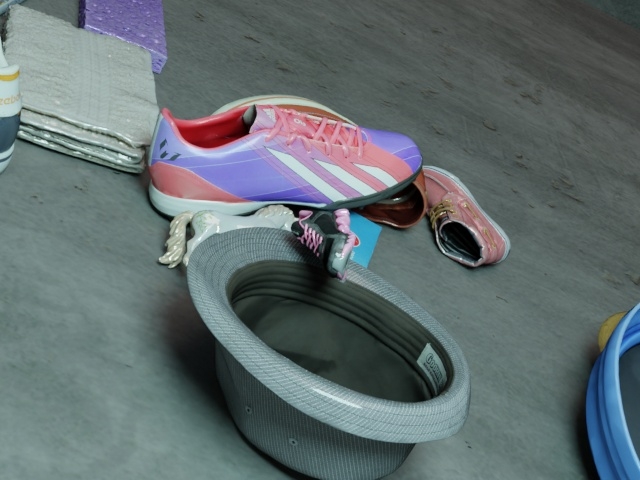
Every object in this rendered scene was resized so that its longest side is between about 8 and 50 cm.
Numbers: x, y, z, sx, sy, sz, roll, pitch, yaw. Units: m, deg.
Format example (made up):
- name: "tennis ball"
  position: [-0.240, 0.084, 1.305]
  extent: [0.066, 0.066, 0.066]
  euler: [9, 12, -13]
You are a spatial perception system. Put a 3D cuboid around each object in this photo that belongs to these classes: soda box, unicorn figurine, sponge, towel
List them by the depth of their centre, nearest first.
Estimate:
- name: "unicorn figurine"
  position: [-0.079, 0.000, 1.079]
  extent: [0.162, 0.060, 0.111]
  euler: [18, 48, -18]
- name: "soda box"
  position: [0.006, 0.037, 1.118]
  extent: [0.071, 0.067, 0.210]
  euler: [29, 29, -2]
- name: "towel"
  position: [-0.287, -0.186, 1.222]
  extent: [0.187, 0.049, 0.282]
  euler: [17, 31, -24]
- name: "sponge"
  position: [-0.276, -0.311, 1.447]
  extent: [0.117, 0.031, 0.210]
  euler: [17, 30, -23]

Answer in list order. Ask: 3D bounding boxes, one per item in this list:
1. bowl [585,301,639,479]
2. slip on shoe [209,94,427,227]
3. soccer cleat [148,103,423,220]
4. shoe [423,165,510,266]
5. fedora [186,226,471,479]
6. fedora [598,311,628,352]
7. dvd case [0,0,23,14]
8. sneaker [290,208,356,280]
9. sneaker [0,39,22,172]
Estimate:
- name: "bowl"
  position: [0.454, 0.234, 1.114]
  extent: [0.391, 0.077, 0.391]
  euler: [16, 48, -19]
- name: "slip on shoe"
  position: [0.004, -0.091, 1.277]
  extent: [0.331, 0.123, 0.101]
  euler: [16, 35, -34]
- name: "soccer cleat"
  position: [-0.030, -0.098, 1.147]
  extent: [0.318, 0.116, 0.108]
  euler: [-7, 35, -17]
- name: "shoe"
  position: [0.173, -0.035, 1.390]
  extent: [0.178, 0.063, 0.081]
  euler: [47, 27, 20]
- name: "fedora"
  position: [-0.005, 0.114, 0.922]
  extent: [0.275, 0.124, 0.244]
  euler: [31, 26, 16]
- name: "fedora"
  position: [0.408, 0.170, 1.268]
  extent: [0.194, 0.079, 0.194]
  euler: [17, 36, -13]
- name: "dvd case"
  position: [-0.470, -0.352, 1.342]
  extent: [0.180, 0.022, 0.253]
  euler: [27, 29, -4]
- name: "sneaker"
  position: [0.000, 0.000, 0.957]
  extent: [0.057, 0.047, 0.119]
  euler: [14, 17, -9]
- name: "sneaker"
  position: [-0.417, -0.205, 1.053]
  extent: [0.321, 0.127, 0.126]
  euler: [37, 30, 14]
